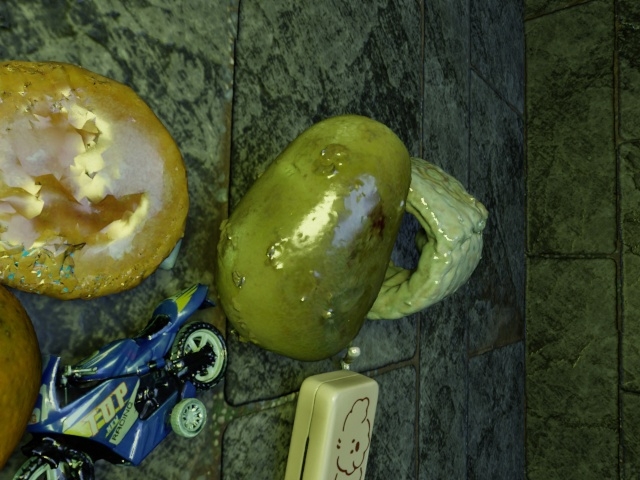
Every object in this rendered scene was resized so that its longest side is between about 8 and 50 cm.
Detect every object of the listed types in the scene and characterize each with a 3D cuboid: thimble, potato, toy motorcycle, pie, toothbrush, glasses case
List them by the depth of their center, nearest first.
[{"bbox_3d":[-0.264,-0.060,0.493,0.273,0.069,0.274,2,87,-37],"label":"pie"},{"bbox_3d":[-0.219,0.160,0.529,0.315,0.113,0.169,-42,112,-55],"label":"toy motorcycle"},{"bbox_3d":[-0.010,-0.008,0.669,0.269,0.219,0.359,7,107,-48],"label":"potato"},{"bbox_3d":[0.011,0.399,0.796,0.144,0.076,0.337,7,92,-50],"label":"glasses case"},{"bbox_3d":[0.048,0.207,0.802,0.288,0.021,0.024,90,-5,-72],"label":"toothbrush"},{"bbox_3d":[0.142,-0.006,0.845,0.195,0.291,0.292,-20,104,-52],"label":"thimble"}]

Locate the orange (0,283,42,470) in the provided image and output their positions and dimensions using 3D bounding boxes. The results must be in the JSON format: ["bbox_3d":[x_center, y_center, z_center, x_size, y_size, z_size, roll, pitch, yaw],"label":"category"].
[{"bbox_3d":[-0.329,0.119,0.335,0.240,0.171,0.240,5,83,-52],"label":"orange"}]

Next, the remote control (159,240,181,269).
[{"bbox_3d":[-0.231,-0.004,0.587,0.124,0.017,0.053,30,64,-47],"label":"remote control"}]
